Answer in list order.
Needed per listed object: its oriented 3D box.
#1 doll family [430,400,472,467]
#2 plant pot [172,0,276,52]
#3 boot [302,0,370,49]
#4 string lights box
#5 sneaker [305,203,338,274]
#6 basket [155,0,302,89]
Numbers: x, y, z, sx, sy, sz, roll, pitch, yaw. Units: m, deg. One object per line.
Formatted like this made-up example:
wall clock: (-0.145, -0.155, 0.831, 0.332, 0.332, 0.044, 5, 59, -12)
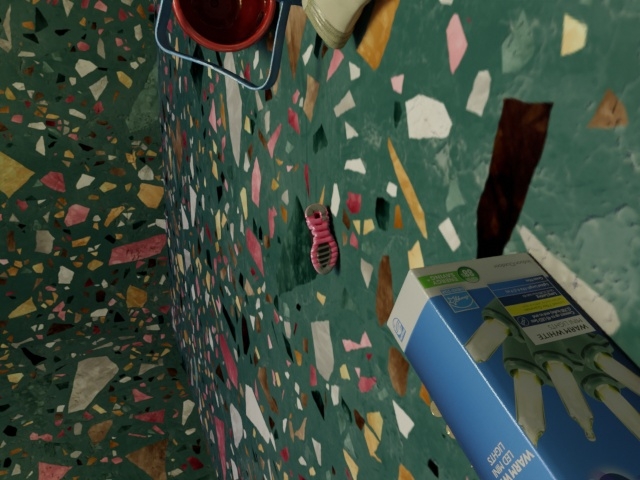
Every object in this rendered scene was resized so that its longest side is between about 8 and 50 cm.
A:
doll family: (0.149, 0.161, 0.508, 0.111, 0.076, 0.193, 55, -168, -47)
plant pot: (-0.194, -0.465, 1.025, 0.174, 0.191, 0.191, -133, 41, -66)
boot: (0.021, -0.380, 0.682, 0.165, 0.077, 0.213, 141, 116, -66)
string lights box: (0.173, 0.128, 0.400, 0.260, 0.133, 0.077, -120, 33, -42)
sneaker: (0.000, 0.000, 0.893, 0.057, 0.047, 0.119, 122, 141, -77)
basket: (-0.148, -0.412, 0.832, 0.254, 0.201, 0.289, 26, 119, 20)
